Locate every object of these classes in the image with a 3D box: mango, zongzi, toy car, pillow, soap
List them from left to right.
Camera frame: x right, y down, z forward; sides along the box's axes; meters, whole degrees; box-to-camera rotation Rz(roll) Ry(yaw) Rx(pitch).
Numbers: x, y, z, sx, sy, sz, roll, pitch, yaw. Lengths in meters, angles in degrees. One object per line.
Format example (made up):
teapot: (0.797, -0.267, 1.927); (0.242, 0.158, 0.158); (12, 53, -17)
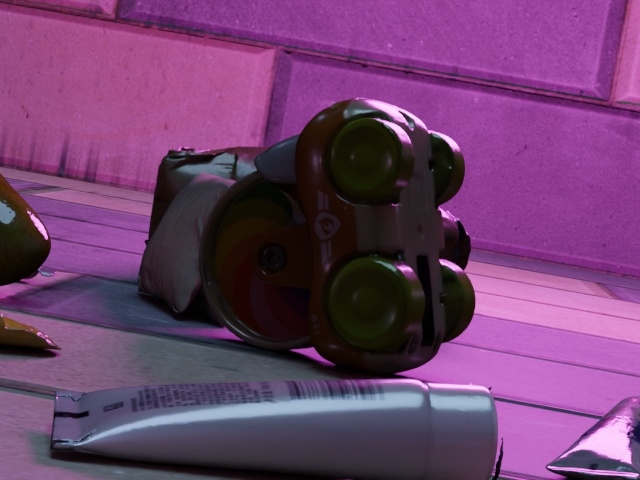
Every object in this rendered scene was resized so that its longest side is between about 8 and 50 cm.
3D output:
mango: (-0.344, -0.029, 1.453); (0.267, 0.111, 0.133); (15, 34, 34)
soap: (-0.261, 0.051, 1.145); (0.168, 0.033, 0.089); (8, 7, -35)
pillow: (-0.110, 0.005, 1.543); (0.078, 0.134, 0.181); (21, 1, -18)
toy car: (0.000, 0.000, 1.368); (0.235, 0.235, 0.145); (12, 4, 26)
zongzi: (0.003, 0.000, 1.811); (0.323, 0.160, 0.360); (16, -2, 7)

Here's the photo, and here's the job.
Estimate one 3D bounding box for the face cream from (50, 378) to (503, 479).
face cream: (-0.023, 0.101, 0.904); (0.244, 0.058, 0.092); (4, 11, -9)

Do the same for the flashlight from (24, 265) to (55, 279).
flashlight: (-0.301, 0.021, 1.533); (0.110, 0.031, 0.052); (3, 32, -35)

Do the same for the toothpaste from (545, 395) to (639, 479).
toothpaste: (0.199, 0.134, 1.103); (0.060, 0.038, 0.233); (7, 6, 18)
